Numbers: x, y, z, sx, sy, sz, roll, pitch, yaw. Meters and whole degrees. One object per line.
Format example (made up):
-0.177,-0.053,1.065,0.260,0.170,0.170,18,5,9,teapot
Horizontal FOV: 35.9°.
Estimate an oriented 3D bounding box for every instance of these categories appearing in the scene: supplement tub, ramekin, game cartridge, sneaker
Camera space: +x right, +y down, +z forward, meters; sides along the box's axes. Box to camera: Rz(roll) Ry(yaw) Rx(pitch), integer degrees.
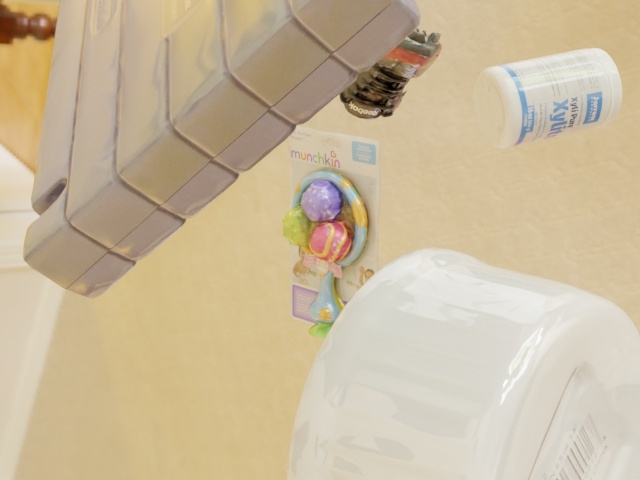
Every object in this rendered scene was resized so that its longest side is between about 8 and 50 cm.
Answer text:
0.190,-0.120,0.835,0.071,0.107,0.070,167,90,-76,supplement tub
0.118,0.149,0.676,0.135,0.277,0.277,9,101,41,ramekin
-0.063,-0.161,0.555,0.230,0.068,0.355,-33,40,23,game cartridge
0.088,-0.230,1.353,0.276,0.098,0.135,-153,83,-77,sneaker

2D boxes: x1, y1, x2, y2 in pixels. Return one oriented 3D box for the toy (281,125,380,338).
0.000,0.000,1.098,0.137,0.056,0.237,15,117,40,toy
